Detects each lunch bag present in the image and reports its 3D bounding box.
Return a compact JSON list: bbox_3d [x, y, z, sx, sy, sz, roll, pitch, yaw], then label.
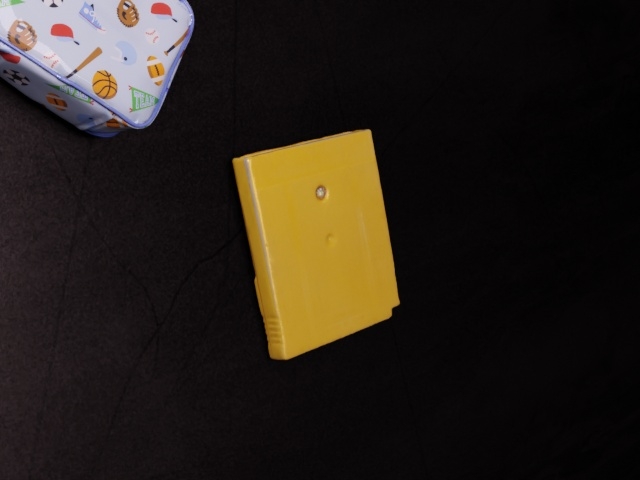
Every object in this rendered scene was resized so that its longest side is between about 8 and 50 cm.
[{"bbox_3d":[-0.316,-0.293,1.501,0.303,0.115,0.243,34,63,-36],"label":"lunch bag"}]

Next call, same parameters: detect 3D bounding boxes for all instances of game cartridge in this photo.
[{"bbox_3d":[0.000,0.000,1.830,0.285,0.052,0.324,-17,102,-43],"label":"game cartridge"}]
